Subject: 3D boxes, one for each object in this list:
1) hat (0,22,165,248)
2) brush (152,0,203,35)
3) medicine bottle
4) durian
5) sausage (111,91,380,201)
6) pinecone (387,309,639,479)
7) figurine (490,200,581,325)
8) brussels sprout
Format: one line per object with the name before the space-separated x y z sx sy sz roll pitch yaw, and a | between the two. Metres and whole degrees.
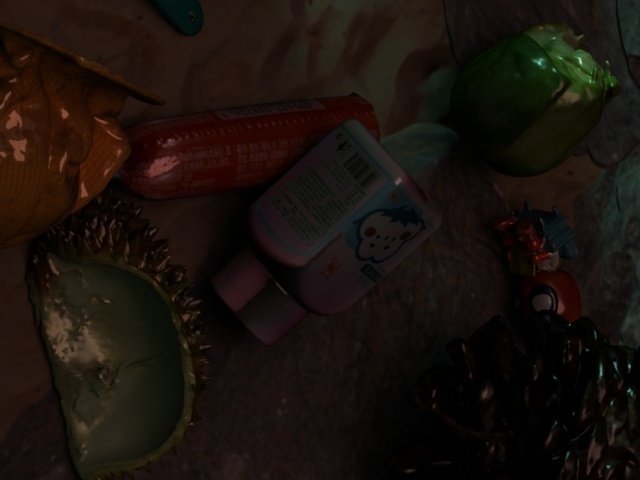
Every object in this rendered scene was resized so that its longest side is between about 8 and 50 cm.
hat | -0.259 -0.044 1.337 0.233 0.244 0.233 23 91 -26
brush | -0.159 -0.243 1.503 0.193 0.032 0.043 53 57 -38
medicine bottle | 0.000 0.000 1.538 0.188 0.094 0.119 -42 150 3
durian | -0.158 0.077 1.463 0.139 0.144 0.252 -17 107 -12
sausage | -0.073 -0.077 1.534 0.274 0.074 0.074 -9 96 -37
pinecone | 0.195 0.206 1.630 0.296 0.242 0.298 42 61 -32
figurine | 0.216 0.034 1.754 0.075 0.068 0.140 -31 114 -35
brussels sprout | 0.196 -0.134 1.693 0.131 0.183 0.145 42 107 -2
